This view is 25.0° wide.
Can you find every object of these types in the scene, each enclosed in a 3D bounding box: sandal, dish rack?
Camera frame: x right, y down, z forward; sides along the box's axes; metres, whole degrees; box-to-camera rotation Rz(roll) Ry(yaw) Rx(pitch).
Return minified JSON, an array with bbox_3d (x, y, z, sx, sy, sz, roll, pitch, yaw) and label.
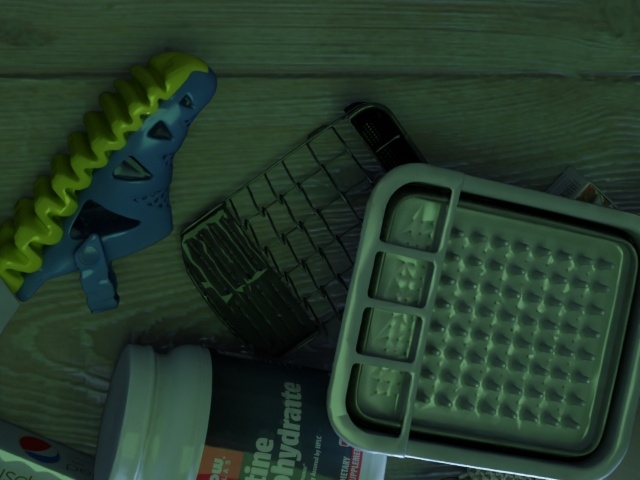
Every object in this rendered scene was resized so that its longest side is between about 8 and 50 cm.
[{"bbox_3d":[-0.199,-0.048,1.428,0.138,0.126,0.317,35,109,-20],"label":"sandal"},{"bbox_3d":[0.000,0.000,1.500,0.271,0.074,0.208,-35,110,3],"label":"dish rack"},{"bbox_3d":[0.172,0.086,1.461,0.333,0.072,0.285,12,90,-17],"label":"dish rack"}]

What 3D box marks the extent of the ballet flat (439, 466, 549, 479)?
[{"bbox_3d":[0.132,0.430,1.641,0.182,0.164,0.483,18,98,0],"label":"ballet flat"}]

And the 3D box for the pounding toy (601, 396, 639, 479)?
[{"bbox_3d":[0.383,0.286,1.611,0.183,0.237,0.110,-20,139,-19],"label":"pounding toy"}]

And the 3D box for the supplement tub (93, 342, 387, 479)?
[{"bbox_3d":[-0.083,0.213,1.494,0.272,0.191,0.191,12,106,-14],"label":"supplement tub"}]

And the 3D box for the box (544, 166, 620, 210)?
[{"bbox_3d":[0.188,0.061,1.560,0.063,0.067,0.324,41,97,-20],"label":"box"}]

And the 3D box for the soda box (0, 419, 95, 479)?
[{"bbox_3d":[-0.285,0.264,1.540,0.216,0.069,0.074,26,104,-17],"label":"soda box"}]

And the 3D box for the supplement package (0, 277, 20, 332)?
[{"bbox_3d":[-0.437,0.085,1.369,0.244,0.139,0.134,-22,113,25],"label":"supplement package"}]
